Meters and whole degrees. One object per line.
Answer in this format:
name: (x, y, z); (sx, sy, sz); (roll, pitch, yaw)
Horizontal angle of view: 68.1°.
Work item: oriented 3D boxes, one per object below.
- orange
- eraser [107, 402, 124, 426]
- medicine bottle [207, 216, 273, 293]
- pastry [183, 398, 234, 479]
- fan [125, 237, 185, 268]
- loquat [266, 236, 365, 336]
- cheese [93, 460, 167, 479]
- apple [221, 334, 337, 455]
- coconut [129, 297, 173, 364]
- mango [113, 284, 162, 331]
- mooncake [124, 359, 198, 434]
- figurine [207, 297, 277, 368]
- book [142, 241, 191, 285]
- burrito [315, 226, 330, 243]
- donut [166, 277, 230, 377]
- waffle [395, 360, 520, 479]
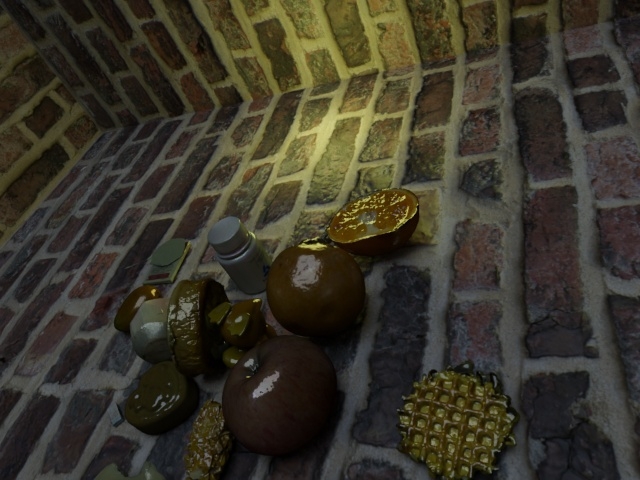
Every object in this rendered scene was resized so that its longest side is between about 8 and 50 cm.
orange: (0.201, -0.070, 1.689); (0.310, 0.275, 0.274); (-49, 32, 29)
eraser: (-0.712, 0.606, 1.644); (0.038, 0.019, 0.083); (-37, 43, -14)
medicine bottle: (-0.296, 0.057, 1.780); (0.170, 0.292, 0.170); (-15, 44, 15)
pastry: (-0.330, 0.597, 1.391); (0.155, 0.102, 0.249); (-4, 47, 25)
fan: (-0.762, 0.078, 2.182); (0.311, 0.010, 0.182); (-20, 40, 7)
loquat: (-0.015, 0.154, 1.513); (0.329, 0.328, 0.328); (-15, 43, 14)
cheese: (-0.556, 0.749, 1.337); (0.266, 0.127, 0.233); (-1, 48, 25)
apple: (-0.122, 0.420, 1.339); (0.345, 0.269, 0.344); (-15, 43, 15)
coconut: (-0.570, 0.320, 1.715); (0.227, 0.227, 0.230); (-28, 41, -1)
mango: (-0.737, 0.281, 1.915); (0.152, 0.120, 0.221); (20, 66, 44)
mooncake: (-0.521, 0.517, 1.567); (0.235, 0.117, 0.234); (-16, 40, 14)
figurine: (-0.235, 0.297, 1.532); (0.216, 0.227, 0.215); (-3, 30, 1)
book: (-0.694, 0.103, 2.142); (0.162, 0.022, 0.231); (-9, 45, 23)
burrito: (0.002, 0.001, 1.863); (0.063, 0.058, 0.229); (22, 63, 36)
donut: (-0.391, 0.289, 1.602); (0.160, 0.329, 0.329); (-6, 45, 7)
waffle: (0.350, 0.458, 1.210); (0.330, 0.062, 0.329); (-15, 41, 14)
